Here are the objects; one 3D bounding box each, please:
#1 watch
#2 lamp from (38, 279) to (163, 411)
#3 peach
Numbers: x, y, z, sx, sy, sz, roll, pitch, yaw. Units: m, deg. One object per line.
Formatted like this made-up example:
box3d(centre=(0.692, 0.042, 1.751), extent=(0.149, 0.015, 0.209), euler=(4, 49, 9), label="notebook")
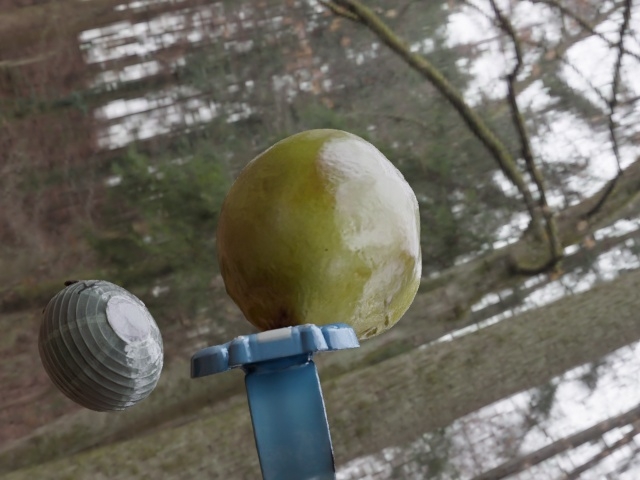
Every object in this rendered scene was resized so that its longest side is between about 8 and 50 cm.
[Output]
box3d(centre=(-0.042, 0.202, 1.174), extent=(0.211, 0.210, 0.193), euler=(-21, -101, 64), label="watch")
box3d(centre=(-0.421, 0.199, 1.858), extent=(0.265, 0.233, 0.233), euler=(49, -25, -6), label="lamp")
box3d(centre=(-0.001, -0.007, 1.442), extent=(0.314, 0.315, 0.282), euler=(41, -32, 23), label="peach")
